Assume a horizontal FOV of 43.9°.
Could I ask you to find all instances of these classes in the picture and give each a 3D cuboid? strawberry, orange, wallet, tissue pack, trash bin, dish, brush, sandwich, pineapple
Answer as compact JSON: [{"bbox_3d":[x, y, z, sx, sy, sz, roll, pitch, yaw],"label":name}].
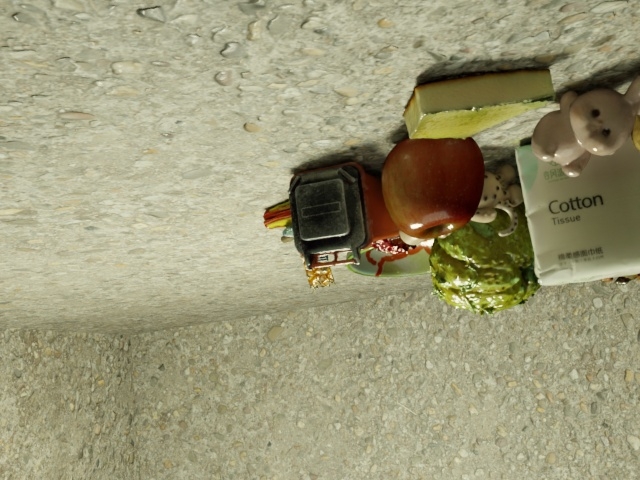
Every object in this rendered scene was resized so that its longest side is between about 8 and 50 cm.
[{"bbox_3d":[0.141,-0.033,1.691,0.086,0.145,0.145,-23,162,30],"label":"strawberry"},{"bbox_3d":[0.371,0.020,1.679,0.301,0.300,0.223,11,-158,-47],"label":"orange"},{"bbox_3d":[0.004,-0.050,1.758,0.241,0.067,0.141,8,167,-39],"label":"wallet"},{"bbox_3d":[0.557,-0.069,1.441,0.356,0.266,0.194,-10,174,19],"label":"tissue pack"},{"bbox_3d":[0.059,-0.042,1.521,0.161,0.185,0.238,-9,175,29],"label":"trash bin"},{"bbox_3d":[0.216,-0.012,1.927,0.324,0.124,0.324,-5,162,-2],"label":"dish"},{"bbox_3d":[-0.059,-0.013,1.742,0.070,0.021,0.196,3,173,-16],"label":"brush"},{"bbox_3d":[0.223,-0.192,1.161,0.193,0.058,0.162,-8,171,-4],"label":"sandwich"},{"bbox_3d":[-0.003,0.077,2.202,0.079,0.135,0.233,-8,168,6],"label":"pineapple"}]

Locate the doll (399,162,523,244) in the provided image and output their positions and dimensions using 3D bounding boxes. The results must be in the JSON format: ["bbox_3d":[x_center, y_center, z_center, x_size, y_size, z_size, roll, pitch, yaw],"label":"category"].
[{"bbox_3d":[0.257,-0.077,1.509,0.278,0.154,0.119,-4,165,-19],"label":"doll"}]

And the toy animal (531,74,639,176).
[{"bbox_3d":[0.421,-0.183,1.186,0.124,0.124,0.212,1,161,-33],"label":"toy animal"}]

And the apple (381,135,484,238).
[{"bbox_3d":[0.191,-0.098,1.334,0.181,0.168,0.181,-8,163,-2],"label":"apple"}]

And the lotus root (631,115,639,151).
[{"bbox_3d":[0.571,-0.194,1.196,0.118,0.125,0.221,35,147,-18],"label":"lotus root"}]

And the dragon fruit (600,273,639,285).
[{"bbox_3d":[0.646,-0.040,1.738,0.291,0.250,0.269,1,-163,27],"label":"dragon fruit"}]

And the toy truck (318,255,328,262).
[{"bbox_3d":[0.000,0.000,2.019,0.063,0.074,0.136,-6,-150,4],"label":"toy truck"}]
